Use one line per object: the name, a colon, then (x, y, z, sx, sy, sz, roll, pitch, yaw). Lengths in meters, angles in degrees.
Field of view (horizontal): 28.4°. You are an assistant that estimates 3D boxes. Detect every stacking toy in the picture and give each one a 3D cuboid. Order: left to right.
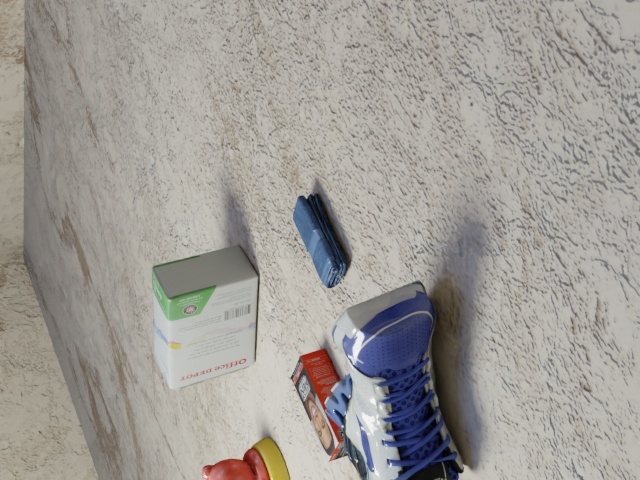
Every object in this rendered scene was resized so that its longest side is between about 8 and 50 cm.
stacking toy: (-0.108, 0.529, 2.167, 0.279, 0.130, 0.309, 108, 142, -54)

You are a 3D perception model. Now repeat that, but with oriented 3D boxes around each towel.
towel: (0.000, 0.000, 1.681, 0.119, 0.029, 0.067, 64, 156, 24)

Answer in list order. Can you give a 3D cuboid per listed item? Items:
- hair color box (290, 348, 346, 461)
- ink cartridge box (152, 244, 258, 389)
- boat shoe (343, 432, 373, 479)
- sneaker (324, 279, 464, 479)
hair color box: (0.008, 0.234, 1.796, 0.141, 0.043, 0.072, 64, 155, 26)
ink cartridge box: (-0.190, 0.127, 2.067, 0.093, 0.154, 0.212, -126, 29, -43)
boat shoe: (0.081, 0.307, 1.646, 0.083, 0.065, 0.183, 125, 133, -66)
sneaker: (0.101, 0.194, 1.453, 0.182, 0.127, 0.315, 58, 160, 29)
